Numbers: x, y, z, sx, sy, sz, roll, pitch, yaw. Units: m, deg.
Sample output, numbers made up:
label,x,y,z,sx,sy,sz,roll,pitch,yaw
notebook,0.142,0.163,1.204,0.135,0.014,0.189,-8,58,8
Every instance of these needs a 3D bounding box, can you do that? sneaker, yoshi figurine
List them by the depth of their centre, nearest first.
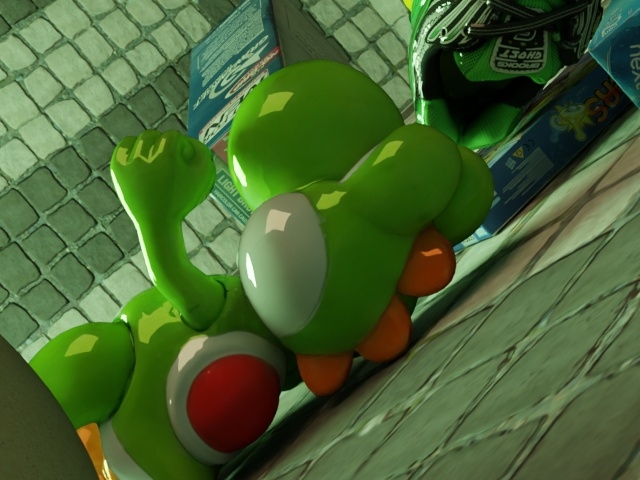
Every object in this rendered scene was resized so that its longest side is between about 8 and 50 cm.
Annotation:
label,x,y,z,sx,sy,sz,roll,pitch,yaw
sneaker,0.139,-0.176,0.902,0.343,0.134,0.146,110,164,-57
yoshi figurine,-0.059,0.024,0.947,0.362,0.203,0.203,-37,-2,21

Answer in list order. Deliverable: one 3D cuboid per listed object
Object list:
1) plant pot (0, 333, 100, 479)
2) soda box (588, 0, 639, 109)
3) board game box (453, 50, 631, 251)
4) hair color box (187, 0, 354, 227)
label,x,y,z,sx,sy,sz,roll,pitch,yaw
plant pot,-0.184,0.142,0.586,0.191,0.284,0.284,10,40,38
soda box,0.194,-0.113,0.786,0.067,0.071,0.210,-41,4,24
board game box,0.148,-0.069,1.038,0.201,0.035,0.136,-43,4,-16
hair color box,-0.016,-0.086,1.244,0.105,0.174,0.347,-42,18,11
